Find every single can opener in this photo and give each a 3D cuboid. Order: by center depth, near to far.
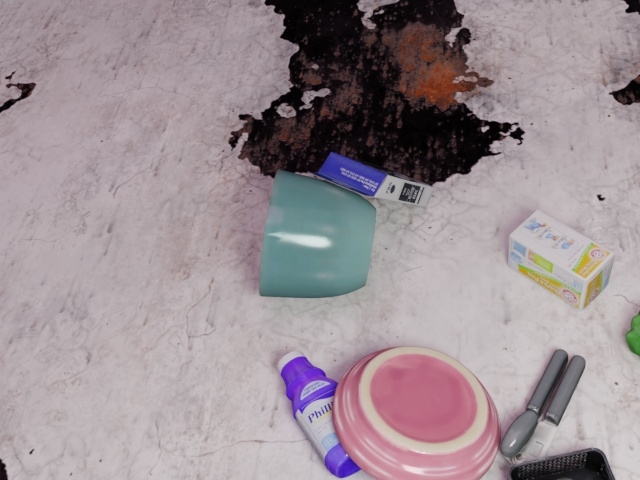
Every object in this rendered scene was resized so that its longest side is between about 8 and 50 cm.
[{"bbox_3d":[0.439,0.323,1.545,0.074,0.093,0.280,21,53,28],"label":"can opener"}]

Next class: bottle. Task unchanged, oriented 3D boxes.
[{"bbox_3d":[0.005,0.344,1.619,0.118,0.092,0.283,-26,49,-16],"label":"bottle"}]

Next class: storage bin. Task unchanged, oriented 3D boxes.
[{"bbox_3d":[0.437,0.460,1.428,0.180,0.084,0.122,-13,49,3],"label":"storage bin"}]

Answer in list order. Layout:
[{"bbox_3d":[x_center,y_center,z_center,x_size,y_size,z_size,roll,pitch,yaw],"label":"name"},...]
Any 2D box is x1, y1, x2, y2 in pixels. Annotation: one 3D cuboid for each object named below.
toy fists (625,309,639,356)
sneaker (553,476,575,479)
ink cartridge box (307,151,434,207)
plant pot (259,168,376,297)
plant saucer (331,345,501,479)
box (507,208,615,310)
[{"bbox_3d":[0.745,0.162,1.605,0.279,0.096,0.142,-29,60,-14],"label":"toy fists"},{"bbox_3d":[0.424,0.521,1.287,0.104,0.125,0.261,-6,80,3],"label":"sneaker"},{"bbox_3d":[0.127,-0.143,1.878,0.165,0.333,0.065,26,102,29],"label":"ink cartridge box"},{"bbox_3d":[0.000,0.000,1.800,0.235,0.293,0.292,9,51,1],"label":"plant pot"},{"bbox_3d":[0.191,0.325,1.533,0.333,0.084,0.332,5,42,-5],"label":"plant saucer"},{"bbox_3d":[0.524,0.042,1.741,0.103,0.114,0.203,-39,53,-21],"label":"box"}]
